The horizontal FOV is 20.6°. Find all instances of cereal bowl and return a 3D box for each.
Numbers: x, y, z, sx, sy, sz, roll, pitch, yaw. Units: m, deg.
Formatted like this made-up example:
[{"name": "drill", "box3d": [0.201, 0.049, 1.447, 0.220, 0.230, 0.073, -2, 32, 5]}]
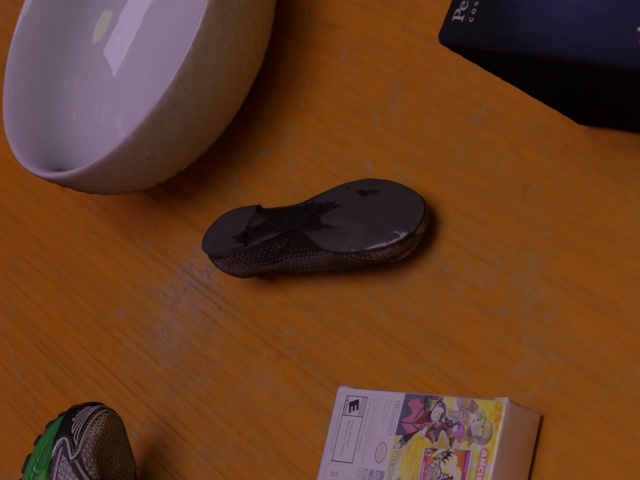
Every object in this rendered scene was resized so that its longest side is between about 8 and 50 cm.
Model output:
[{"name": "cereal bowl", "box3d": [-0.159, -0.194, 1.717, 0.339, 0.141, 0.339, -24, 55, 40]}]

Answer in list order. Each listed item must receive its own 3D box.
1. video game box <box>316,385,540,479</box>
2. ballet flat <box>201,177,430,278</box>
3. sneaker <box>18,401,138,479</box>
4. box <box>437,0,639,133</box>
[{"name": "video game box", "box3d": [0.066, 0.216, 1.326, 0.187, 0.048, 0.205, -1, 72, 51]}, {"name": "ballet flat", "box3d": [0.000, 0.000, 1.513, 0.250, 0.058, 0.084, -8, 44, 41]}, {"name": "sneaker", "box3d": [-0.162, 0.294, 1.508, 0.146, 0.134, 0.343, -30, 59, 28]}, {"name": "box", "box3d": [0.275, -0.222, 1.195, 0.294, 0.183, 0.296, 16, 84, 53]}]
